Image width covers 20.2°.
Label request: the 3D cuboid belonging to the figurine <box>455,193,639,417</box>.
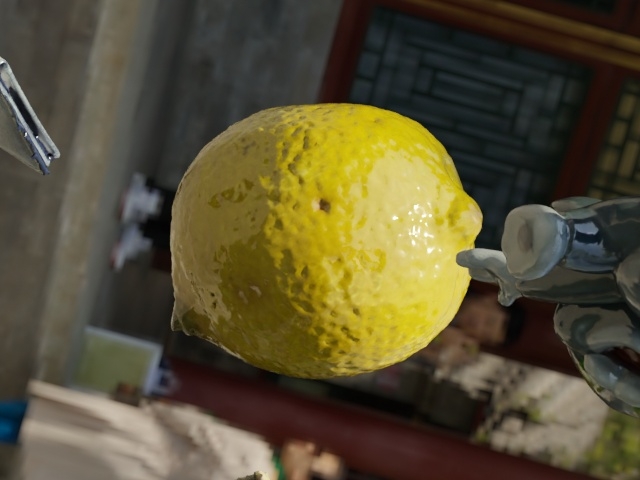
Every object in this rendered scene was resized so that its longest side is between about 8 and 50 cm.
[{"bbox_3d":[0.170,0.014,0.954,0.140,0.193,0.265,-53,155,-28],"label":"figurine"}]

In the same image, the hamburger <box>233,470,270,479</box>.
[{"bbox_3d":[-0.121,0.310,1.707,0.155,0.208,0.135,61,-6,9],"label":"hamburger"}]

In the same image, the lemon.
[{"bbox_3d":[0.009,0.000,1.441,0.228,0.253,0.228,-3,90,-78],"label":"lemon"}]

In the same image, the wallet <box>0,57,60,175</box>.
[{"bbox_3d":[-0.358,-0.161,1.850,0.036,0.167,0.222,-49,158,-17],"label":"wallet"}]
